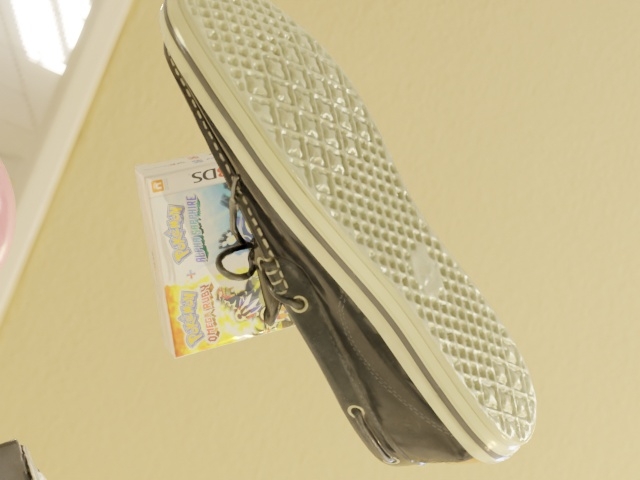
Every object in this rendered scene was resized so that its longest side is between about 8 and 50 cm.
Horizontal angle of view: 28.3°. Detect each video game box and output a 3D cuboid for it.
[{"bbox_3d":[-0.086,0.003,1.328,0.187,0.205,0.048,-14,-158,-17],"label":"video game box"}]

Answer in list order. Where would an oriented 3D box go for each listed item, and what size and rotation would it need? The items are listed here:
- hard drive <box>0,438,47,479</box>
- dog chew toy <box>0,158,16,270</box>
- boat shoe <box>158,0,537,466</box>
[{"bbox_3d":[-0.177,0.298,0.882,0.064,0.237,0.339,-19,156,-13],"label":"hard drive"},{"bbox_3d":[-0.434,-0.015,1.214,0.207,0.206,0.332,31,154,-34],"label":"dog chew toy"},{"bbox_3d":[0.000,0.000,1.112,0.156,0.187,0.500,-27,103,34],"label":"boat shoe"}]
